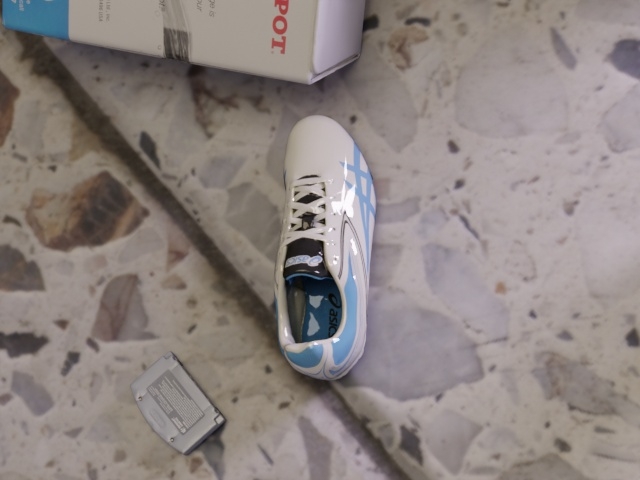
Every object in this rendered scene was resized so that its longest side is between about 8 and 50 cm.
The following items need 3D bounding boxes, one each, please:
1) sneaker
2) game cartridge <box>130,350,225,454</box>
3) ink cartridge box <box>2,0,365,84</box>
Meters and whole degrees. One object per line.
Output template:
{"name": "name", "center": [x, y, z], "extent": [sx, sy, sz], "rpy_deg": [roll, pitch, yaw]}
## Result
{"name": "sneaker", "center": [0.000, 0.000, 1.651], "extent": [0.085, 0.086, 0.237], "rpy_deg": [-7, 72, 17]}
{"name": "game cartridge", "center": [-0.127, 0.145, 1.687], "extent": [0.056, 0.017, 0.083], "rpy_deg": [-40, 68, -1]}
{"name": "ink cartridge box", "center": [-0.114, -0.279, 1.693], "extent": [0.307, 0.129, 0.223], "rpy_deg": [12, 110, 20]}
